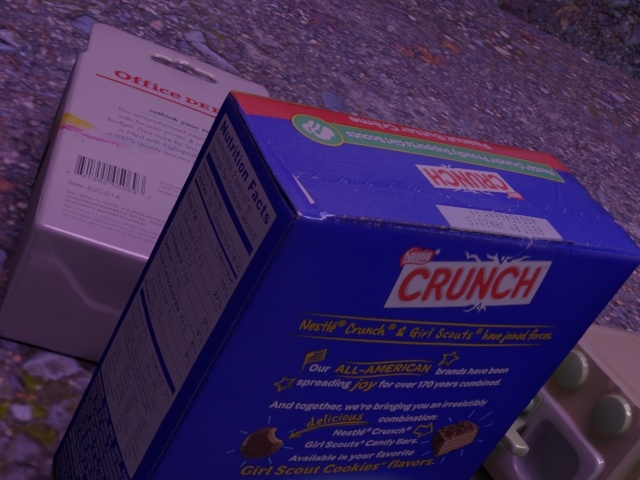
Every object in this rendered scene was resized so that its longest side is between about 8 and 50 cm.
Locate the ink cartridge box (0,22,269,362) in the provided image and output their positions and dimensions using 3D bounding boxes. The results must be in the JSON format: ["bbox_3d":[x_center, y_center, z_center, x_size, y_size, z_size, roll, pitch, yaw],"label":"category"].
[{"bbox_3d":[-0.148,-0.044,0.864,0.207,0.119,0.354,19,33,-18],"label":"ink cartridge box"}]

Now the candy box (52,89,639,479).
[{"bbox_3d":[0.008,0.081,0.619,0.268,0.317,0.122,7,38,-36],"label":"candy box"}]

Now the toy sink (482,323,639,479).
[{"bbox_3d":[0.234,0.170,0.834,0.234,0.153,0.131,12,27,-36],"label":"toy sink"}]
